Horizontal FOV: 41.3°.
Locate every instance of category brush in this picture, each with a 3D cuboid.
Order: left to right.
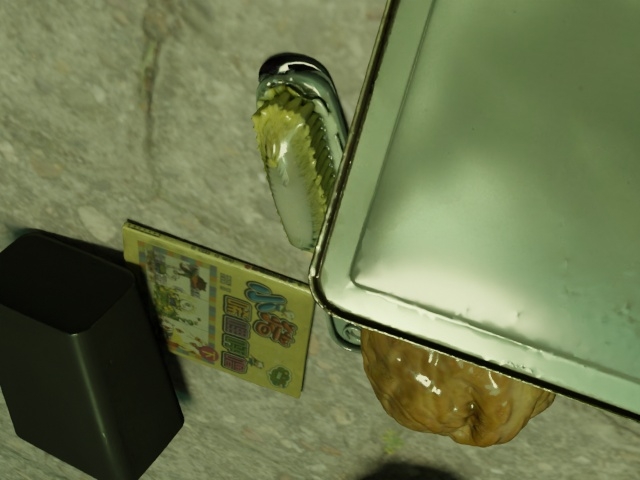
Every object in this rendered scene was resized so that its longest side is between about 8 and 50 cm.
[{"bbox_3d":[0.000,0.000,0.665,0.068,0.060,0.296,2,132,23],"label":"brush"}]

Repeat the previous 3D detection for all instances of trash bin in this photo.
[{"bbox_3d":[-0.247,0.122,0.864,0.165,0.115,0.225,20,137,24],"label":"trash bin"}]

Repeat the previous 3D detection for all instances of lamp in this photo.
[{"bbox_3d":[0.150,-0.044,0.465,0.269,0.047,0.266,19,108,9],"label":"lamp"}]

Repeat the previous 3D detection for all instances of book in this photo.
[{"bbox_3d":[-0.101,0.071,0.824,0.192,0.013,0.168,18,137,10],"label":"book"}]

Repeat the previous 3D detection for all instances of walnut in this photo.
[{"bbox_3d":[0.106,0.071,0.615,0.155,0.155,0.184,16,138,14],"label":"walnut"}]
